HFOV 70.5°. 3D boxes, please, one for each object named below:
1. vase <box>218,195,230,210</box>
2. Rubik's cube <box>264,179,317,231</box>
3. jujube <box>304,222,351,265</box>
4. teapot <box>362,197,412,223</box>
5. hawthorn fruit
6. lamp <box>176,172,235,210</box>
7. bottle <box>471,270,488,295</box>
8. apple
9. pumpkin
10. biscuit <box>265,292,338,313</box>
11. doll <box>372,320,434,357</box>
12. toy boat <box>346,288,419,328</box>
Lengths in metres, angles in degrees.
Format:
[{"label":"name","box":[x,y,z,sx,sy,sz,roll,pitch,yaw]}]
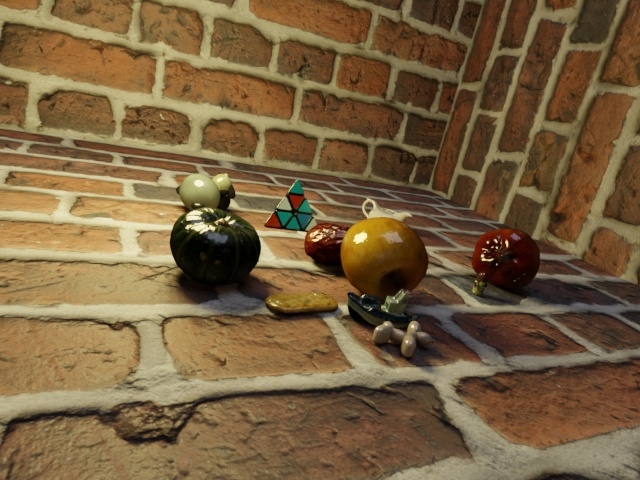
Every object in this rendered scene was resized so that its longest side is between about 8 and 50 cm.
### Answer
[{"label":"vase","box":[-0.556,-0.227,2.249,0.237,0.115,0.115,26,21,24]},{"label":"Rubik's cube","box":[-0.115,-0.089,2.182,0.234,0.284,0.250,35,45,1]},{"label":"jujube","box":[0.057,0.015,1.802,0.243,0.183,0.183,2,17,2]},{"label":"teapot","box":[0.363,-0.133,2.550,0.298,0.139,0.204,21,22,22]},{"label":"hawthorn fruit","box":[0.839,0.073,2.051,0.295,0.295,0.311,17,17,11]},{"label":"lamp","box":[-0.529,-0.227,2.094,0.197,0.198,0.244,27,40,37]},{"label":"bottle","box":[0.659,0.176,1.863,0.047,0.101,0.063,25,22,31]},{"label":"apple","box":[0.218,0.054,1.596,0.299,0.299,0.275,9,36,-13]},{"label":"pumpkin","box":[-0.342,0.022,1.467,0.300,0.207,0.300,24,22,-10]},{"label":"biscuit","box":[-0.056,0.193,1.421,0.247,0.029,0.118,1,21,-34]},{"label":"doll","box":[0.247,0.279,1.324,0.161,0.059,0.160,20,20,23]},{"label":"toy boat","box":[0.202,0.204,1.429,0.262,0.115,0.114,8,18,-15]}]
